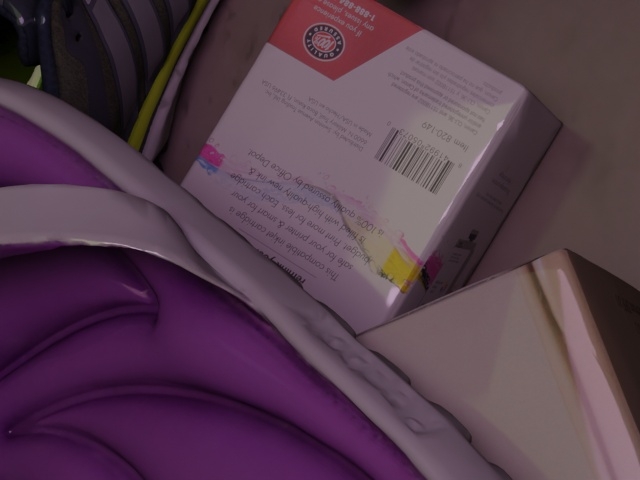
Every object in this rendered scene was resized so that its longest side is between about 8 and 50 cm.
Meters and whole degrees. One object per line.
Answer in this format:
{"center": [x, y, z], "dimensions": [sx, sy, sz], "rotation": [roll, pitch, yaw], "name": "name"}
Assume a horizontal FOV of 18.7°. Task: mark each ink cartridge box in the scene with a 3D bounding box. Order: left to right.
{"center": [0.000, 0.000, 0.835], "dimensions": [0.115, 0.067, 0.198], "rotation": [33, 92, 22], "name": "ink cartridge box"}

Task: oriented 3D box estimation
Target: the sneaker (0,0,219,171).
{"center": [-0.107, -0.118, 0.862], "dimensions": [0.111, 0.121, 0.300], "rotation": [10, 86, 21], "name": "sneaker"}

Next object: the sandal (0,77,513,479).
{"center": [-0.101, 0.045, 0.702], "dimensions": [0.416, 0.102, 0.169], "rotation": [25, 103, 32], "name": "sandal"}

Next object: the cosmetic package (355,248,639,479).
{"center": [0.113, 0.172, 0.719], "dimensions": [0.113, 0.160, 0.309], "rotation": [-25, 75, 16], "name": "cosmetic package"}
